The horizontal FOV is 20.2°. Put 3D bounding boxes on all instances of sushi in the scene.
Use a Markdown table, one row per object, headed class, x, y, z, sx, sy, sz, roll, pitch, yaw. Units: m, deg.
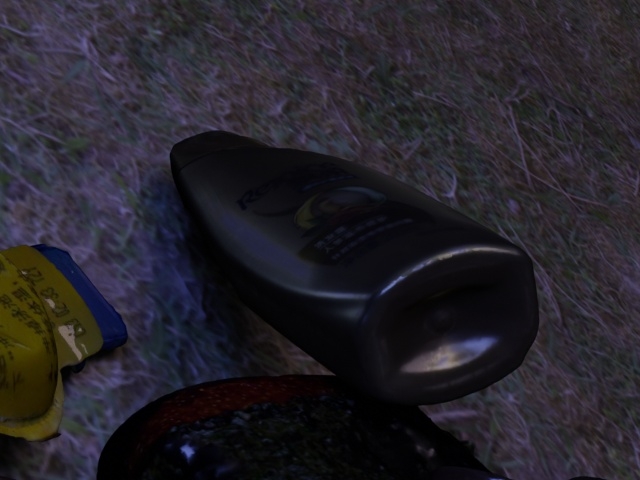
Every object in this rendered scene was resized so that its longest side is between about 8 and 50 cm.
| class | x | y | z | sx | sy | sz | roll | pitch | yaw |
| --- | --- | --- | --- | --- | --- | --- | --- | --- | --- |
| sushi | -0.003 | 0.148 | 0.927 | 0.225 | 0.136 | 0.126 | 11 | 23 | -44 |

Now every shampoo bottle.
| class | x | y | z | sx | sy | sz | roll | pitch | yaw |
| --- | --- | --- | --- | --- | --- | --- | --- | --- | --- |
| shampoo bottle | 0.000 | 0.000 | 1.065 | 0.125 | 0.084 | 0.350 | -16 | 21 | -18 |

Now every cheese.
| class | x | y | z | sx | sy | sz | roll | pitch | yaw |
| --- | --- | --- | --- | --- | --- | --- | --- | --- | --- |
| cheese | -0.172 | 0.040 | 0.936 | 0.156 | 0.064 | 0.250 | 51 | 18 | 12 |

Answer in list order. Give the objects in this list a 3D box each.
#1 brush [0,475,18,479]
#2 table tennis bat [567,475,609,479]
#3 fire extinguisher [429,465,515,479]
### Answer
| class | x | y | z | sx | sy | sz | roll | pitch | yaw |
| --- | --- | --- | --- | --- | --- | --- | --- | --- | --- |
| brush | -0.149 | 0.230 | 0.712 | 0.060 | 0.050 | 0.321 | 28 | 37 | -33 |
| table tennis bat | 0.198 | 0.218 | 1.237 | 0.246 | 0.022 | 0.138 | 13 | 39 | -47 |
| fire extinguisher | 0.055 | 0.244 | 0.826 | 0.089 | 0.072 | 0.268 | 25 | 70 | -19 |
